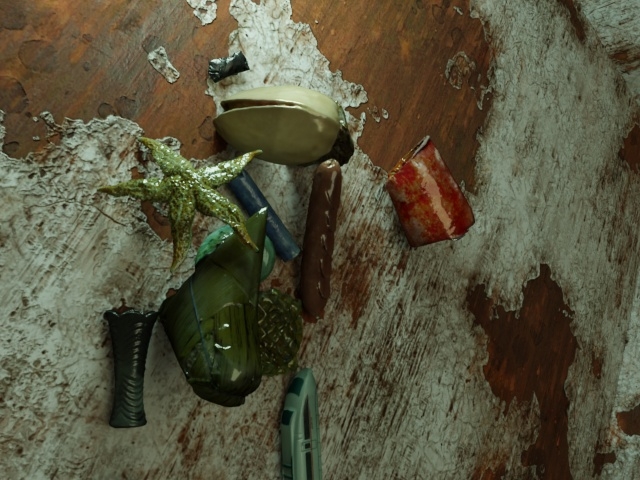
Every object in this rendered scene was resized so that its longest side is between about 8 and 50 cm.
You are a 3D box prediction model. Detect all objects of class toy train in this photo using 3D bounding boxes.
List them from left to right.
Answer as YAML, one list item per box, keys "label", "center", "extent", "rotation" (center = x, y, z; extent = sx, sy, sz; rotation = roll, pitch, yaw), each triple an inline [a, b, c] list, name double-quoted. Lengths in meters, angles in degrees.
- label: "toy train"
  center: [-0.054, 0.531, 1.564]
  extent: [0.088, 0.087, 0.406]
  rotation: [1, 84, -35]

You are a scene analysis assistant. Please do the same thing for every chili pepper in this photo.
- label: "chili pepper"
  center: [0.310, -0.133, 1.899]
  extent: [0.251, 0.229, 0.305]
  rotation: [-36, 98, -35]

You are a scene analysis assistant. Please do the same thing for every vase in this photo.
- label: "vase"
  center: [-0.398, 0.265, 1.289]
  extent: [0.116, 0.116, 0.237]
  rotation: [5, 85, -41]

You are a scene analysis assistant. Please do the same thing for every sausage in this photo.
- label: "sausage"
  center: [-0.002, 0.000, 1.625]
  extent: [0.088, 0.088, 0.432]
  rotation: [-1, 101, -41]

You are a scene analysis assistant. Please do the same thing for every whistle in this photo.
- label: "whistle"
  center: [-0.152, -0.078, 1.568]
  extent: [0.062, 0.062, 0.304]
  rotation: [-49, 116, -34]

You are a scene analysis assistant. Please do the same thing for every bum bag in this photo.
- label: "bum bag"
  center: [-0.232, -0.439, 1.559]
  extent: [0.124, 0.034, 0.057]
  rotation: [-32, 115, -38]

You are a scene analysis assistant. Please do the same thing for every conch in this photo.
- label: "conch"
  center: [-0.199, 0.042, 1.474]
  extent: [0.188, 0.122, 0.175]
  rotation: [38, 82, -29]

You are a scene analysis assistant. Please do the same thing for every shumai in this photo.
- label: "shumai"
  center: [-0.012, -0.270, 1.651]
  extent: [0.176, 0.205, 0.166]
  rotation: [-16, 59, -15]

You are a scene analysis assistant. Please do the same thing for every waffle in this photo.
- label: "waffle"
  center: [-0.123, 0.231, 1.558]
  extent: [0.204, 0.054, 0.223]
  rotation: [11, 78, -39]

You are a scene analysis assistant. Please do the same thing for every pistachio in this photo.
- label: "pistachio"
  center: [-0.106, -0.282, 1.490]
  extent: [0.214, 0.318, 0.193]
  rotation: [58, 42, -70]

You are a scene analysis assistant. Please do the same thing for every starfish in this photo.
- label: "starfish"
  center: [-0.295, -0.095, 1.309]
  extent: [0.358, 0.078, 0.346]
  rotation: [-3, 65, -7]

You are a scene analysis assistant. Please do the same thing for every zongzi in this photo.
- label: "zongzi"
  center: [-0.163, 0.128, 1.279]
  extent: [0.360, 0.323, 0.160]
  rotation: [-51, 133, 5]
